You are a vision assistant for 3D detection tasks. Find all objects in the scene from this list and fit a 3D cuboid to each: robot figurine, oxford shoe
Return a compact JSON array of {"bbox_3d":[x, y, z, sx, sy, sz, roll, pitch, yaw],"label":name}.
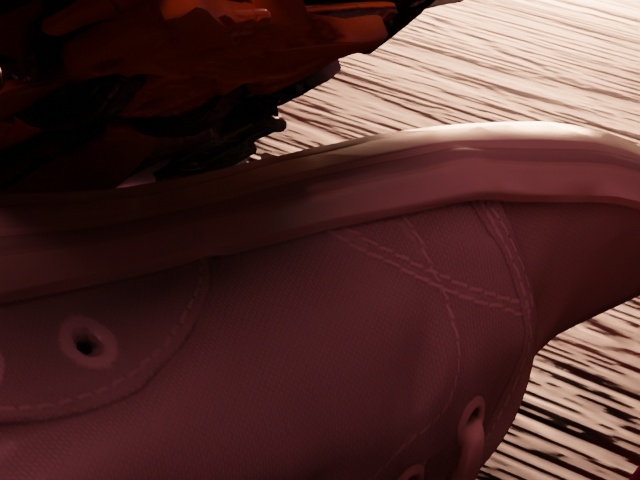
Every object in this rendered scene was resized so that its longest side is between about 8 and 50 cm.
[{"bbox_3d":[-0.111,-0.036,0.449,0.291,0.085,0.211,-27,-11,27],"label":"robot figurine"},{"bbox_3d":[-0.035,0.055,0.478,0.169,0.130,0.449,-34,-14,38],"label":"oxford shoe"}]

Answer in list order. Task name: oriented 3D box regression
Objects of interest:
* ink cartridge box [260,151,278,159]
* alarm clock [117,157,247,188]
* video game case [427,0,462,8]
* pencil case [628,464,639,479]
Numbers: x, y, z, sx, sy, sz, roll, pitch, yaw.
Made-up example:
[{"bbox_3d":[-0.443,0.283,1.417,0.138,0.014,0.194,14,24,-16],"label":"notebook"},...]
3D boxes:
[{"bbox_3d":[0.000,0.000,0.691,0.083,0.048,0.028,20,27,33],"label":"ink cartridge box"},{"bbox_3d":[-0.099,-0.030,0.731,0.129,0.064,0.192,0,20,-12],"label":"alarm clock"},{"bbox_3d":[-0.116,-0.100,0.761,0.244,0.061,0.269,-10,3,-35],"label":"video game case"},{"bbox_3d":[0.193,0.098,0.442,0.236,0.104,0.104,2,23,-8],"label":"pencil case"}]
